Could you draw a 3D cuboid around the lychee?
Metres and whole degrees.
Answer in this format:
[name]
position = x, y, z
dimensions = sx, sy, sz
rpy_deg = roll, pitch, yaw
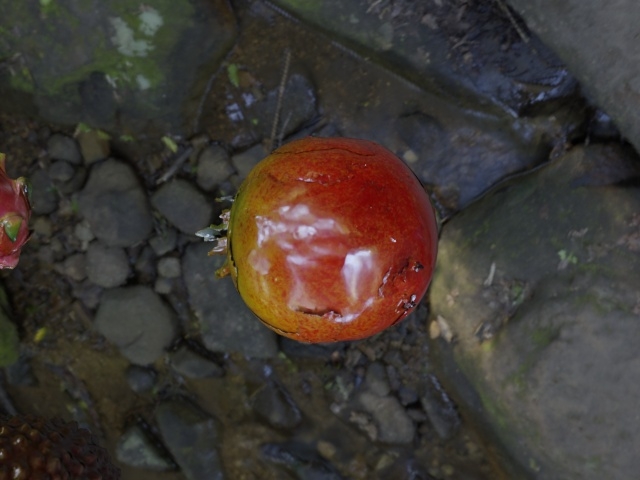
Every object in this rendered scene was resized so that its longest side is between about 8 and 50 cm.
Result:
[lychee]
position = -0.384, 0.359, 0.966
dimensions = 0.306, 0.330, 0.306
rpy_deg = -6, 132, -7

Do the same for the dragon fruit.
[dragon fruit]
position = -0.318, -0.032, 0.766
dimensions = 0.086, 0.081, 0.116
rpy_deg = 17, 103, 14

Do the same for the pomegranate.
[pomegranate]
position = 0.000, 0.000, 0.778
dimensions = 0.235, 0.210, 0.210
rpy_deg = 2, 116, 27
